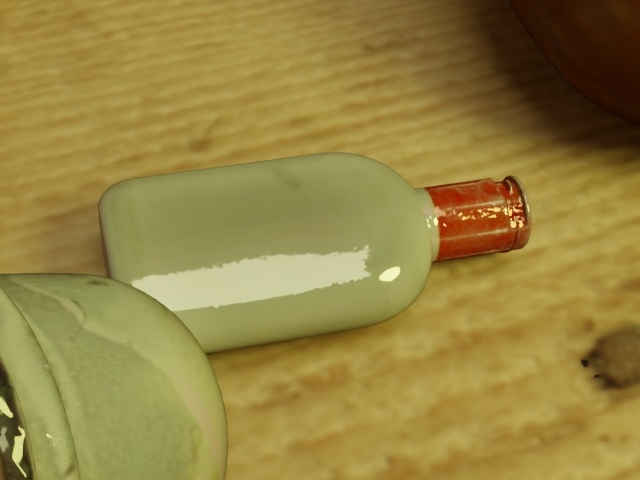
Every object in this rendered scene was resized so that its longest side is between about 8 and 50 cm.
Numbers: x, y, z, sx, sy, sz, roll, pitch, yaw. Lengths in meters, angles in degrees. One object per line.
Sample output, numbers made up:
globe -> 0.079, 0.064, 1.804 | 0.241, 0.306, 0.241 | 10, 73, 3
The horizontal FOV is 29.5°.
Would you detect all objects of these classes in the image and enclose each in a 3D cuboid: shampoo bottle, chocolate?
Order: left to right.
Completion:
chocolate -> -0.112, 0.092, 0.494 | 0.147, 0.221, 0.221 | 0, 49, -38
shampoo bottle -> 0.000, 0.000, 0.631 | 0.221, 0.051, 0.108 | -9, 53, -12

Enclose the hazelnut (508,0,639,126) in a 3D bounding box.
hazelnut -> 0.259, -0.235, 0.685 | 0.366, 0.366, 0.366 | 3, 53, -4
